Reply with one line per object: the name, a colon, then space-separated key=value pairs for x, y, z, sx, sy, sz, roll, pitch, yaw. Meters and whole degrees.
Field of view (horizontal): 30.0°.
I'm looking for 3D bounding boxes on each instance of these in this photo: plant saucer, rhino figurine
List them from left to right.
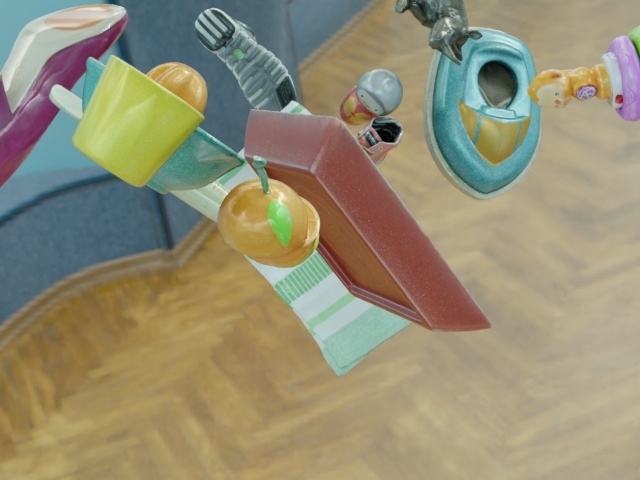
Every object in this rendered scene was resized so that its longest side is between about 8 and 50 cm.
plant saucer: x=0.029 y=-0.015 z=1.199 sx=0.048 sy=0.258 sz=0.259 roll=-42 pitch=20 yaw=-12
rhino figurine: x=0.158 y=-0.333 z=1.665 sx=0.106 sy=0.073 sz=0.243 roll=12 pitch=46 yaw=-36

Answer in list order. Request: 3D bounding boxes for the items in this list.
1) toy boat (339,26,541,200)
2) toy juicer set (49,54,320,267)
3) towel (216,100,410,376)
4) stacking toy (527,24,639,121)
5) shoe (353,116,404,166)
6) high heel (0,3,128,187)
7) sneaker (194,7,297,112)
toy boat: x=0.190 y=-0.196 z=1.767 sx=0.318 sy=0.267 sz=0.148 roll=2 pitch=-9 yaw=-18
toy juicer set: x=-0.087 y=-0.068 z=0.882 sx=0.089 sy=0.209 sz=0.329 roll=-57 pitch=19 yaw=0
towel: x=0.000 y=0.000 z=1.596 sx=0.248 sy=0.325 sz=0.038 roll=-41 pitch=-5 yaw=37
stacking toy: x=0.401 y=-0.206 z=1.446 sx=0.302 sy=0.175 sz=0.166 roll=-11 pitch=58 yaw=2
shoe: x=0.046 y=-0.125 z=1.675 sx=0.178 sy=0.063 sz=0.081 roll=-25 pitch=-17 yaw=-49
high heel: x=-0.273 y=-0.149 z=1.208 sx=0.082 sy=0.117 sz=0.244 roll=15 pitch=40 yaw=23
sneaker: x=-0.112 y=-0.311 z=2.062 sx=0.086 sy=0.228 sz=0.132 roll=-38 pitch=5 yaw=15
